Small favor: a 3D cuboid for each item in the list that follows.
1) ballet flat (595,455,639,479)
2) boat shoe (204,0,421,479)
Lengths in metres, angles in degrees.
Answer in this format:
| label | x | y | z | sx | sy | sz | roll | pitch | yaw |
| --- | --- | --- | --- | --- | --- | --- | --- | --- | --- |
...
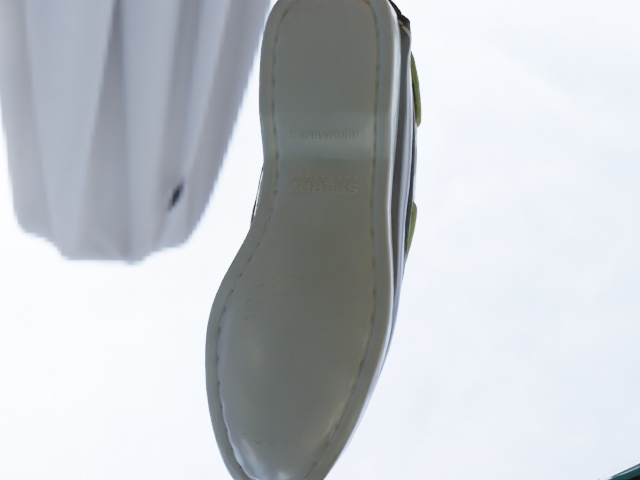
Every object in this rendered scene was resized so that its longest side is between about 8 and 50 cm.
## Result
| label | x | y | z | sx | sy | sz | roll | pitch | yaw |
| --- | --- | --- | --- | --- | --- | --- | --- | --- | --- |
| ballet flat | 0.202 | 0.220 | 1.080 | 0.348 | 0.123 | 0.123 | -21 | -140 | -5 |
| boat shoe | 0.004 | 0.001 | 0.891 | 0.109 | 0.305 | 0.091 | 7 | 177 | 18 |
